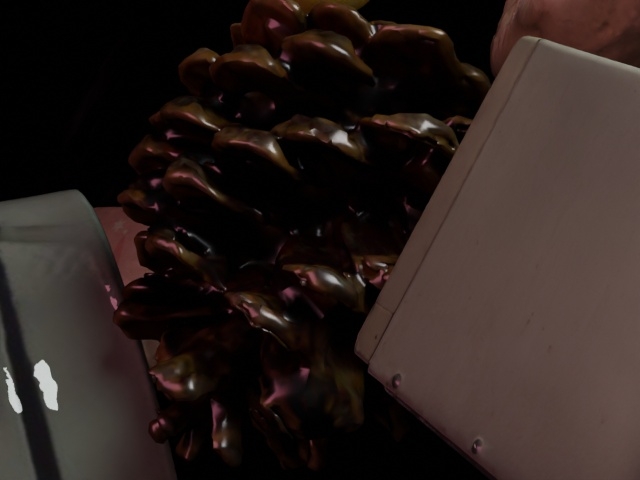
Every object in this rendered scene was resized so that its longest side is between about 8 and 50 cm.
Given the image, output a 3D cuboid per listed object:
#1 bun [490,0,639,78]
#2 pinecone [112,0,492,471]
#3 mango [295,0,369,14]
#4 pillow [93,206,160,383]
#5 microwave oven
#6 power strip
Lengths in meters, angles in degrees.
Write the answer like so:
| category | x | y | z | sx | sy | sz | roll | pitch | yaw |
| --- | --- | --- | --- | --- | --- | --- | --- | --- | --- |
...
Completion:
| category | x | y | z | sx | sy | sz | roll | pitch | yaw |
| --- | --- | --- | --- | --- | --- | --- | --- | --- | --- |
| bun | 0.171 | -0.155 | 0.760 | 0.237 | 0.116 | 0.210 | -64 | -2 | -71 |
| pinecone | 0.004 | -0.001 | 0.798 | 0.257 | 0.243 | 0.243 | -60 | 30 | 10 |
| mango | 0.012 | -0.257 | 1.132 | 0.137 | 0.098 | 0.195 | -39 | 34 | 45 |
| pillow | -0.197 | 0.072 | 1.220 | 0.223 | 0.084 | 0.236 | -2 | 67 | 42 |
| microwave oven | 0.166 | 0.055 | 0.496 | 0.145 | 0.240 | 0.194 | -61 | 30 | 7 |
| power strip | -0.190 | 0.133 | 0.929 | 0.357 | 0.161 | 0.357 | 167 | 90 | -76 |
